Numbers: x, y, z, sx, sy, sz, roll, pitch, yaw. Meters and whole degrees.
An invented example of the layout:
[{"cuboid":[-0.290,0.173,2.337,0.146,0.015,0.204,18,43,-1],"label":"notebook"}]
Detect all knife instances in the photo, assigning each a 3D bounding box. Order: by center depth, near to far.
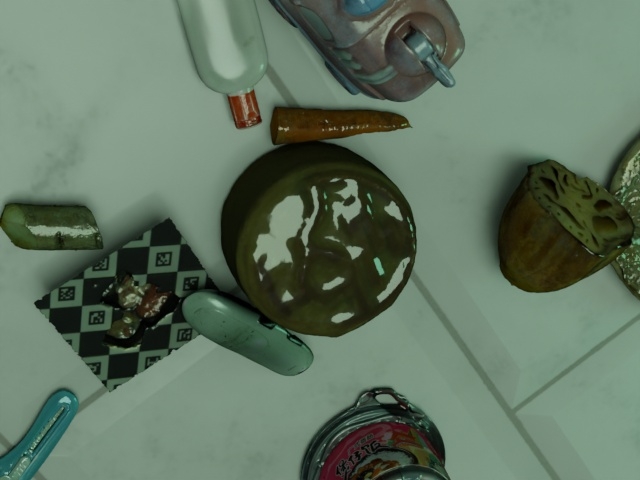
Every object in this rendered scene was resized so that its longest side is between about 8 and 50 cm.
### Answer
[{"cuboid":[-0.449,0.322,1.793,0.064,0.031,0.222,36,96,-20],"label":"knife"}]

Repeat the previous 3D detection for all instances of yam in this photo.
[{"cuboid":[-0.387,-0.017,1.671,0.146,0.070,0.070,1,109,-17],"label":"yam"}]

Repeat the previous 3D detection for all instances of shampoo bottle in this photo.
[{"cuboid":[-0.130,-0.269,1.664,0.108,0.051,0.221,-19,112,-11],"label":"shampoo bottle"}]

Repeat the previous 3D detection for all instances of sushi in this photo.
[{"cuboid":[-0.280,0.089,1.748,0.231,0.047,0.220,-32,129,-3],"label":"sushi"}]

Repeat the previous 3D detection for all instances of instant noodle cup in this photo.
[{"cuboid":[0.113,0.417,1.902,0.258,0.181,0.303,-11,112,-13],"label":"instant noodle cup"}]

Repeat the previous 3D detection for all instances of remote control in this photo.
[{"cuboid":[-0.109,0.148,1.794,0.097,0.045,0.256,-33,132,30],"label":"remote control"}]

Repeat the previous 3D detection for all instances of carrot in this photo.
[{"cuboid":[0.035,-0.178,1.746,0.224,0.057,0.057,-5,110,-18],"label":"carrot"}]

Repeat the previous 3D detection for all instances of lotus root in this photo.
[{"cuboid":[0.373,-0.007,1.854,0.199,0.188,0.180,-23,155,-45],"label":"lotus root"}]

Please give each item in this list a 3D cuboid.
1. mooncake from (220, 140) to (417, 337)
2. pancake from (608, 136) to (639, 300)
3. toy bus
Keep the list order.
[{"cuboid":[0.000,0.000,1.741,0.284,0.155,0.285,-5,108,-15],"label":"mooncake"},{"cuboid":[0.648,-0.053,1.942,0.386,0.082,0.387,-4,113,-10],"label":"pancake"},{"cuboid":[0.074,-0.322,1.604,0.197,0.232,0.294,-41,115,1],"label":"toy bus"}]
